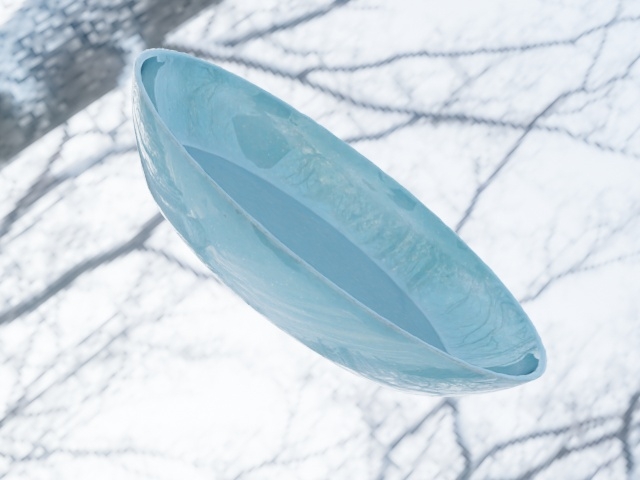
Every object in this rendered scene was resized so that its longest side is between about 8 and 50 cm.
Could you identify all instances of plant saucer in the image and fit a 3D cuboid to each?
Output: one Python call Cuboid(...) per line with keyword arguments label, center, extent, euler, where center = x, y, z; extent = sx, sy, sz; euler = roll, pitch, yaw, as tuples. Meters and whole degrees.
Cuboid(label="plant saucer", center=(0.000, 0.000, 0.440), extent=(0.119, 0.119, 0.021), euler=(41, -75, 7))
